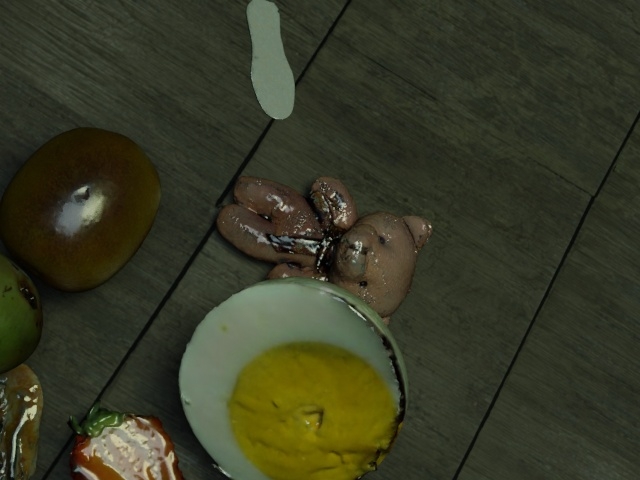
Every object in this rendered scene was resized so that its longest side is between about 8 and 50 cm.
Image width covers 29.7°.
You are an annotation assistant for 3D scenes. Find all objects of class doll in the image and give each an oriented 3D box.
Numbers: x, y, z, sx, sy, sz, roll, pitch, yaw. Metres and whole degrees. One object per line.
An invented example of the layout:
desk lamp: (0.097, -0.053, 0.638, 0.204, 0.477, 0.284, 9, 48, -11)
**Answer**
doll: (0.000, 0.000, 1.741, 0.303, 0.156, 0.201, 24, 81, -3)

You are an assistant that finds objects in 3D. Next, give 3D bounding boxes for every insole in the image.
insole: (-0.079, -0.280, 1.853, 0.065, 0.004, 0.197, -8, 81, -14)

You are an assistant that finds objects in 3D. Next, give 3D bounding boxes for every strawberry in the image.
strawberry: (-0.266, 0.305, 1.649, 0.192, 0.085, 0.140, 22, 67, -13)

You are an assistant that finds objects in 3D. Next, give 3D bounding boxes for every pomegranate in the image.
pomegranate: (-0.472, 0.108, 1.594, 0.210, 0.179, 0.179, -32, 87, -16)

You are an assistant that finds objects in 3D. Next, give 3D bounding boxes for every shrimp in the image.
shrimp: (-0.453, 0.265, 1.633, 0.152, 0.046, 0.219, 1, 75, -14)

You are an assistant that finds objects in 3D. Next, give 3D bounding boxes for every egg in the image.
egg: (-0.024, 0.176, 1.664, 0.337, 0.201, 0.337, 4, 112, 10)

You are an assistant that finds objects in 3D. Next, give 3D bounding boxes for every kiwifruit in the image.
kiwifruit: (-0.324, -0.047, 1.655, 0.196, 0.196, 0.234, 42, 67, -2)
